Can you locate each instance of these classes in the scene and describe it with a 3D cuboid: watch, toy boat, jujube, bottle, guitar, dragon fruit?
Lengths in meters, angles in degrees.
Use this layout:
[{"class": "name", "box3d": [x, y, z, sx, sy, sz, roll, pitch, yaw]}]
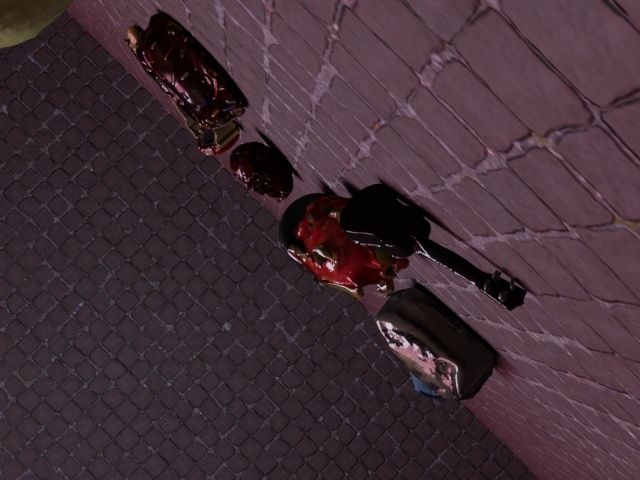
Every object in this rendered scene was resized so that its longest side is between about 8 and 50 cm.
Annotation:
[{"class": "watch", "box3d": [-0.277, -0.307, 1.602, 0.165, 0.102, 0.268, 31, 159, 41]}, {"class": "toy boat", "box3d": [0.271, 0.276, 1.736, 0.088, 0.102, 0.215, -147, 52, -71]}, {"class": "jujube", "box3d": [-0.117, -0.148, 1.518, 0.104, 0.104, 0.166, 41, -172, 35]}, {"class": "bottle", "box3d": [0.000, 0.000, 1.504, 0.144, 0.144, 0.336, 44, 177, 6]}, {"class": "guitar", "box3d": [0.132, 0.008, 0.889, 0.271, 0.084, 0.038, 33, 167, 40]}, {"class": "dragon fruit", "box3d": [0.047, 0.018, 1.180, 0.172, 0.160, 0.166, 37, 130, 37]}]

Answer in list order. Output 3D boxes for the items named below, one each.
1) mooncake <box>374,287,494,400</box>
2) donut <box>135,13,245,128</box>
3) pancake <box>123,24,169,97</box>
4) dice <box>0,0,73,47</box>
[{"class": "mooncake", "box3d": [0.222, 0.211, 1.464, 0.250, 0.136, 0.254, 39, 174, 19]}, {"class": "donut", "box3d": [-0.238, -0.292, 1.310, 0.235, 0.089, 0.235, 45, 174, 6]}, {"class": "pancake", "box3d": [-0.383, -0.408, 1.770, 0.212, 0.056, 0.257, 52, -178, -7]}, {"class": "dice", "box3d": [-0.391, -0.383, 0.786, 0.252, 0.254, 0.250, 41, 174, 32]}]
